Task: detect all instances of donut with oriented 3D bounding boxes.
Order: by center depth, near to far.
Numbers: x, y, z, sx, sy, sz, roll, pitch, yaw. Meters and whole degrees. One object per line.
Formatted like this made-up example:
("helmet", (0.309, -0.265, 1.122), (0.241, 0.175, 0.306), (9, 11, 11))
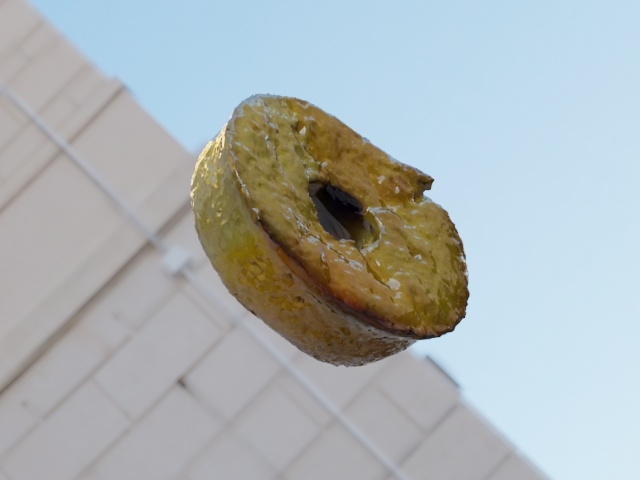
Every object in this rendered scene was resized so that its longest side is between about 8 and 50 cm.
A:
("donut", (-0.001, -0.001, 1.194), (0.190, 0.174, 0.074), (28, -51, -26))
